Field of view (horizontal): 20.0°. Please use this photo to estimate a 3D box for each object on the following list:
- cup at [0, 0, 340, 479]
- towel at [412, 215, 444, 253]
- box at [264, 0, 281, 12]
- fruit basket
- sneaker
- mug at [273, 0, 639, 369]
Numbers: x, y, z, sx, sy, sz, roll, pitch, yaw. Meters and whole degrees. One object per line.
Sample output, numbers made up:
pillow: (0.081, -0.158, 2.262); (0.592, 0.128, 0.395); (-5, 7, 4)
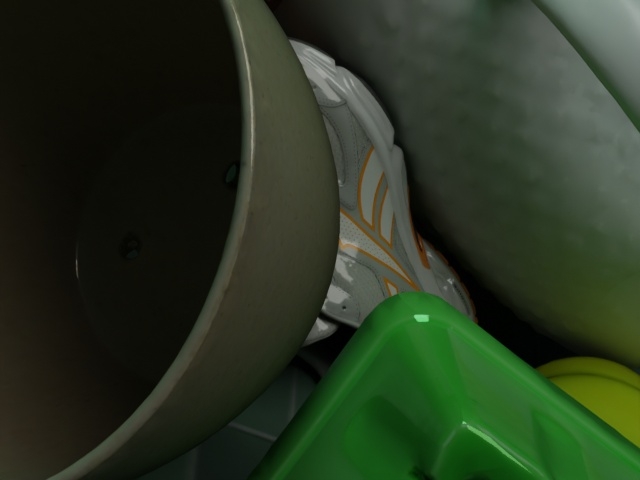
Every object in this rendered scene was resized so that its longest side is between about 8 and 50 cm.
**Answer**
cup: (-0.118, -0.015, 0.950); (0.237, 0.331, 0.331); (18, 42, -59)
towel: (0.044, -0.144, 1.347); (0.248, 0.038, 0.325); (-24, 74, -44)
box: (-0.095, -0.222, 1.049); (0.191, 0.381, 0.143); (4, 53, -35)
fruit basket: (0.125, 0.204, 1.016); (0.392, 0.283, 0.392); (37, 0, 0)
sneaker: (0.000, 0.000, 1.106); (0.121, 0.099, 0.262); (-45, 111, -39)
mug: (0.170, -0.093, 1.132); (0.328, 0.276, 0.374); (55, 0, -3)
